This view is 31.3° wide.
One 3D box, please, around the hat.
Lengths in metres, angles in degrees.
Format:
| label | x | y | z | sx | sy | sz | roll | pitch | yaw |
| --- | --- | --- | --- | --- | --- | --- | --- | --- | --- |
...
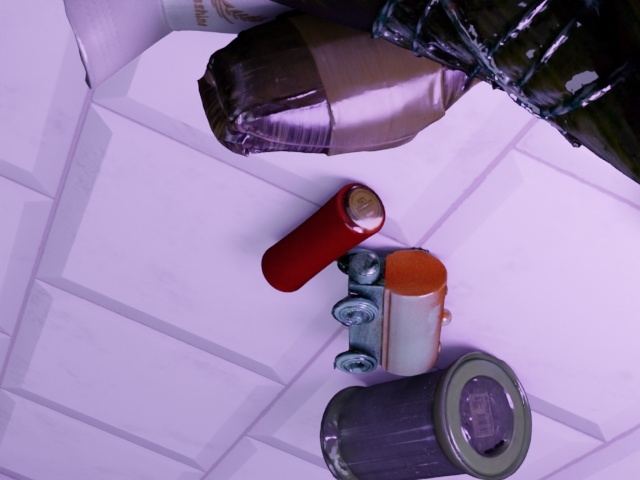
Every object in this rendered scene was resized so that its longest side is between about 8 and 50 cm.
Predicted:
| label | x | y | z | sx | sy | sz | roll | pitch | yaw |
| --- | --- | --- | --- | --- | --- | --- | --- | --- | --- |
| hat | -0.119 | -0.260 | 1.132 | 0.168 | 0.301 | 0.258 | 32 | 154 | 24 |

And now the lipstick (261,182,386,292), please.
| label | x | y | z | sx | sy | sz | roll | pitch | yaw |
| --- | --- | --- | --- | --- | --- | --- | --- | --- | --- |
| lipstick | 0.000 | 0.000 | 1.604 | 0.080 | 0.080 | 0.241 | 30 | 146 | -16 |

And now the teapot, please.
| label | x | y | z | sx | sy | sz | roll | pitch | yaw |
| --- | --- | --- | --- | --- | --- | --- | --- | --- | --- |
| teapot | 0.176 | 0.309 | 1.893 | 0.270 | 0.200 | 0.337 | 2 | 165 | -41 |

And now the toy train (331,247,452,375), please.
| label | x | y | z | sx | sy | sz | roll | pitch | yaw |
| --- | --- | --- | --- | --- | --- | --- | --- | --- | --- |
| toy train | 0.106 | 0.111 | 1.697 | 0.177 | 0.116 | 0.285 | 2 | 145 | 3 |

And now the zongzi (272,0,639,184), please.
| label | x | y | z | sx | sy | sz | roll | pitch | yaw |
| --- | --- | --- | --- | --- | --- | --- | --- | --- | --- |
| zongzi | 0.135 | -0.228 | 1.038 | 0.362 | 0.319 | 0.383 | -28 | 108 | 31 |

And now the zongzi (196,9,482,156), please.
| label | x | y | z | sx | sy | sz | roll | pitch | yaw |
| --- | --- | --- | --- | --- | --- | --- | --- | --- | --- |
| zongzi | 0.003 | -0.137 | 1.249 | 0.289 | 0.154 | 0.317 | -15 | 161 | -16 |
